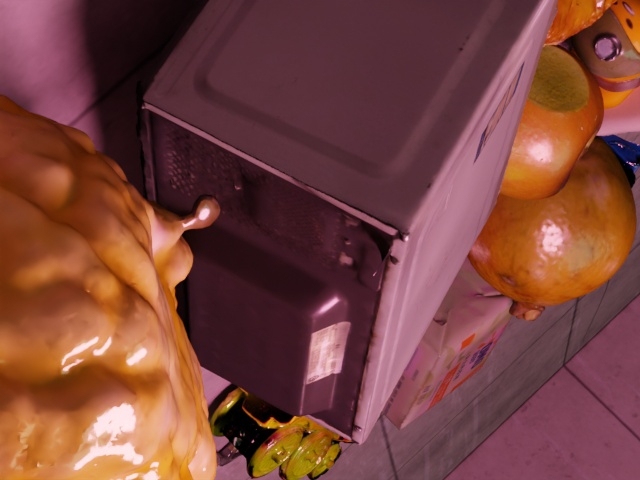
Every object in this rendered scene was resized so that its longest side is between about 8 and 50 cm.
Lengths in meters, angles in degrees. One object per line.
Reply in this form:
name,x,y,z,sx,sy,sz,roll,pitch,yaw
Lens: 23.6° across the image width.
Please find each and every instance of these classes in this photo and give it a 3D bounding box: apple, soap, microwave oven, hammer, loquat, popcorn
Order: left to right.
popcorn,-0.231,0.089,0.910,0.382,0.349,0.349,-13,158,-2
hammer,-0.069,0.221,1.961,0.182,0.017,0.062,-47,163,3
microwave oven,0.005,-0.060,1.113,0.286,0.218,0.355,-58,168,-25
soap,0.140,0.112,1.982,0.182,0.138,0.199,-34,158,-34
apple,0.220,-0.123,1.617,0.163,0.147,0.146,-35,161,-34
loquat,0.268,-0.010,1.843,0.213,0.213,0.246,-22,126,-51

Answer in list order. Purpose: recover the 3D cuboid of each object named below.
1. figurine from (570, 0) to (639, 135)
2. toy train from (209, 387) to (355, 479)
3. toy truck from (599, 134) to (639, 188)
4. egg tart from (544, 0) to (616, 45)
figurine,0.312,-0.195,1.696,0.141,0.166,0.250,-10,156,-37
toy train,-0.022,0.209,1.869,0.160,0.100,0.296,-52,159,6
toy truck,0.337,-0.072,2.033,0.208,0.126,0.113,-34,159,-42
egg tart,0.235,-0.299,1.317,0.295,0.116,0.295,-39,159,-18
